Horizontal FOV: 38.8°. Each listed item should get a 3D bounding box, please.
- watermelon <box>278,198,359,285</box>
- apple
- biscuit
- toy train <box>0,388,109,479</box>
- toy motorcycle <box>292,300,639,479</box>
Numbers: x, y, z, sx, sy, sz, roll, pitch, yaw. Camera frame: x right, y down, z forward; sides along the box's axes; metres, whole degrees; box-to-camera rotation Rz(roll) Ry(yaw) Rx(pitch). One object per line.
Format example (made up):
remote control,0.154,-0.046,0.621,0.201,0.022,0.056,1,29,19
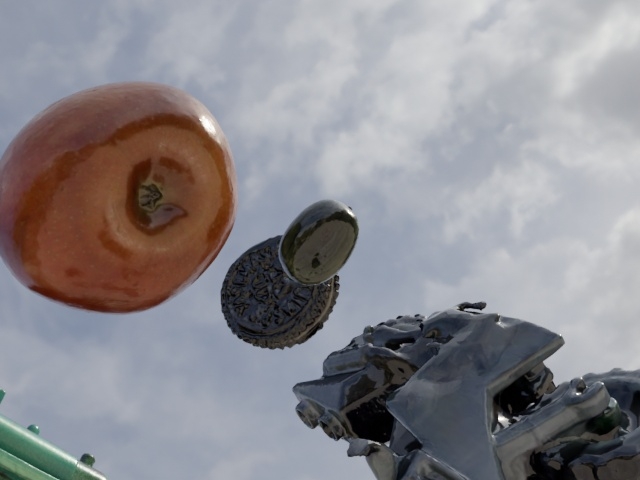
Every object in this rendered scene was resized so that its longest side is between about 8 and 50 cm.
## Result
watermelon,0.000,0.000,1.031,0.111,0.078,0.078,-53,-40,-13
apple,-0.216,-0.047,0.990,0.271,0.252,0.206,-17,-1,-36
biscuit,-0.063,0.077,1.389,0.194,0.194,0.053,-36,-37,2
toy train,-0.427,0.322,1.250,0.298,0.194,0.120,37,-53,-22
toy motorcycle,0.066,0.106,0.504,0.159,0.270,0.106,-38,-70,-24
